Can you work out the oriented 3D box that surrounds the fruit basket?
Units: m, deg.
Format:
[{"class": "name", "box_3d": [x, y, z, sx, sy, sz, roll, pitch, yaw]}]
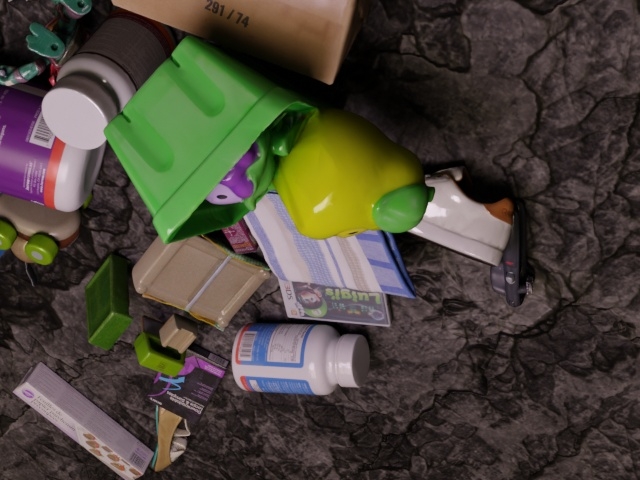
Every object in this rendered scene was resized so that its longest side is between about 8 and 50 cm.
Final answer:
[{"class": "fruit basket", "box_3d": [-0.053, -0.092, 1.439, 0.392, 0.392, 0.283, 41, 101, -15]}]

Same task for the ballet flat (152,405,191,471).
[{"class": "ballet flat", "box_3d": [-0.303, 0.403, 2.203, 0.073, 0.080, 0.232, 10, 134, -1]}]

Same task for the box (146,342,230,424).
[{"class": "box", "box_3d": [-0.257, 0.270, 2.072, 0.116, 0.029, 0.162, 26, 121, -2]}]

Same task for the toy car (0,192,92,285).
[{"class": "toy car", "box_3d": [-0.484, -0.004, 1.874, 0.149, 0.155, 0.188, 19, 144, 6]}]

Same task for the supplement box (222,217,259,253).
[{"class": "supplement box", "box_3d": [-0.130, -0.028, 1.763, 0.043, 0.055, 0.083, -8, 125, 30]}]

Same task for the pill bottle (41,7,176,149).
[{"class": "pill bottle", "box_3d": [-0.300, -0.232, 1.536, 0.121, 0.221, 0.121, 12, 133, 13]}]

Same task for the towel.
[{"class": "towel", "box_3d": [0.000, 0.000, 1.664, 0.285, 0.034, 0.209, 7, 135, 41]}]

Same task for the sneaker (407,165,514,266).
[{"class": "sneaker", "box_3d": [0.154, -0.065, 1.604, 0.290, 0.106, 0.123, 22, 91, 21]}]

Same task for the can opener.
[{"class": "can opener", "box_3d": [0.291, 0.023, 1.629, 0.073, 0.059, 0.186, 8, 132, 17]}]

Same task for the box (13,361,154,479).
[{"class": "box", "box_3d": [-0.496, 0.386, 2.275, 0.324, 0.067, 0.063, 42, 132, -17]}]

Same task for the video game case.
[{"class": "video game case", "box_3d": [0.018, 0.070, 1.810, 0.190, 0.022, 0.173, 4, 131, 20]}]

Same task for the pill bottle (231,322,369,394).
[{"class": "pill bottle", "box_3d": [-0.032, 0.207, 1.882, 0.221, 0.124, 0.124, 1, 130, 22]}]

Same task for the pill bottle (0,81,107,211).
[{"class": "pill bottle", "box_3d": [-0.507, -0.171, 1.682, 0.323, 0.181, 0.181, 17, 134, -2]}]

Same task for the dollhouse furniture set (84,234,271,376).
[{"class": "dollhouse furniture set", "box_3d": [-0.253, 0.070, 1.895, 0.197, 0.151, 0.301, 26, 120, -30]}]

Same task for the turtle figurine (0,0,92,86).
[{"class": "turtle figurine", "box_3d": [-0.399, -0.305, 1.580, 0.118, 0.175, 0.234, 14, 176, -23]}]

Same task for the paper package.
[{"class": "paper package", "box_3d": [-0.084, -0.398, 1.339, 0.325, 0.168, 0.309, 19, 136, 5]}]

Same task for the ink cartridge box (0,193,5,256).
[{"class": "ink cartridge box", "box_3d": [-0.747, -0.115, 1.864, 0.285, 0.166, 0.395, -11, 125, 29]}]
